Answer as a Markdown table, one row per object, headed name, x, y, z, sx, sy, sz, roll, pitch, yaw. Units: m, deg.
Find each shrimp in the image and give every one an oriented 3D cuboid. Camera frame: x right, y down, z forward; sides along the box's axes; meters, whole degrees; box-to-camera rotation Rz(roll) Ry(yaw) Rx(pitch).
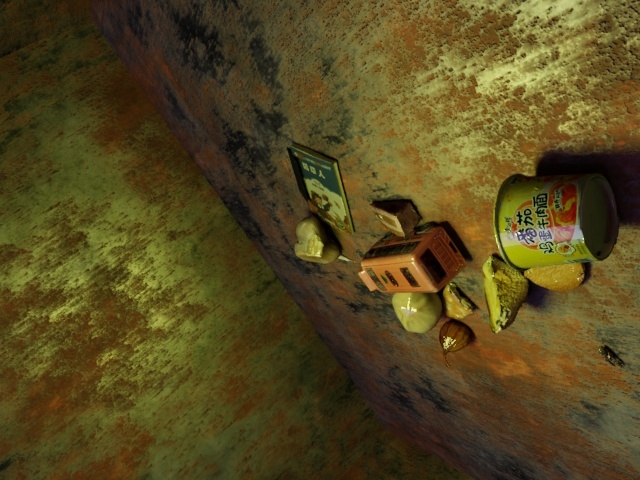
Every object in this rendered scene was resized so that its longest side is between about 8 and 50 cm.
| name | x | y | z | sx | sy | sz | roll | pitch | yaw |
| --- | --- | --- | --- | --- | --- | --- | --- | --- | --- |
| shrimp | 0.909 | 0.370 | 1.454 | 0.092 | 0.029 | 0.038 | 43 | 156 | 6 |

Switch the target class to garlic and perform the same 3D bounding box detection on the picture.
| name | x | y | z | sx | sy | sz | roll | pitch | yaw |
| --- | --- | --- | --- | --- | --- | --- | --- | --- | --- |
| garlic | 0.000 | 0.000 | 2.391 | 0.246 | 0.231 | 0.340 | 0 | 170 | 39 |

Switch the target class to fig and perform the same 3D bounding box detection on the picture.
| name | x | y | z | sx | sy | sz | roll | pitch | yaw |
| --- | --- | --- | --- | --- | --- | --- | --- | --- | --- |
| fig | 0.565 | 0.455 | 2.012 | 0.134 | 0.201 | 0.146 | 29 | 157 | 21 |

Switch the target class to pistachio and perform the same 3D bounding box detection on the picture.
| name | x | y | z | sx | sy | sz | roll | pitch | yaw |
| --- | --- | --- | --- | --- | --- | --- | --- | --- | --- |
| pistachio | 0.423 | 0.286 | 1.984 | 0.208 | 0.226 | 0.332 | 12 | 159 | 30 |

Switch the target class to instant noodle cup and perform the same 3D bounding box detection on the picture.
| name | x | y | z | sx | sy | sz | roll | pitch | yaw |
| --- | --- | --- | --- | --- | --- | --- | --- | --- | --- |
| instant noodle cup | 0.584 | -0.052 | 1.137 | 0.200 | 0.264 | 0.264 | -4 | 123 | 54 |

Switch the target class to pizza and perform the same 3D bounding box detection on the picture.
| name | x | y | z | sx | sy | sz | roll | pitch | yaw |
| --- | --- | --- | --- | --- | --- | --- | --- | --- | --- |
| pizza | 0.564 | 0.256 | 1.887 | 0.161 | 0.062 | 0.182 | 33 | 148 | 50 |

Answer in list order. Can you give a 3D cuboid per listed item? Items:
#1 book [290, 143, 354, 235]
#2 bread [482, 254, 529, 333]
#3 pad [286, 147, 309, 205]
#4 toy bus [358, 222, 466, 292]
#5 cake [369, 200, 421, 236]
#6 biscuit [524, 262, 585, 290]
| name | x | y | z | sx | sy | sz | roll | pitch | yaw |
| --- | --- | --- | --- | --- | --- | --- | --- | --- | --- |
| book | 0.013 | -0.234 | 2.161 | 0.300 | 0.039 | 0.428 | 32 | 151 | 41 |
| bread | 0.631 | 0.177 | 1.549 | 0.133 | 0.251 | 0.174 | -4 | 136 | 8 |
| pad | -0.107 | -0.310 | 2.238 | 0.159 | 0.009 | 0.265 | -120 | 10 | -47 |
| toy bus | 0.341 | 0.088 | 1.805 | 0.203 | 0.233 | 0.427 | 54 | 157 | -10 |
| cake | 0.290 | -0.099 | 1.829 | 0.116 | 0.113 | 0.295 | 60 | 169 | -18 |
| biscuit | 0.710 | 0.083 | 1.373 | 0.144 | 0.033 | 0.224 | 40 | 156 | 19 |
